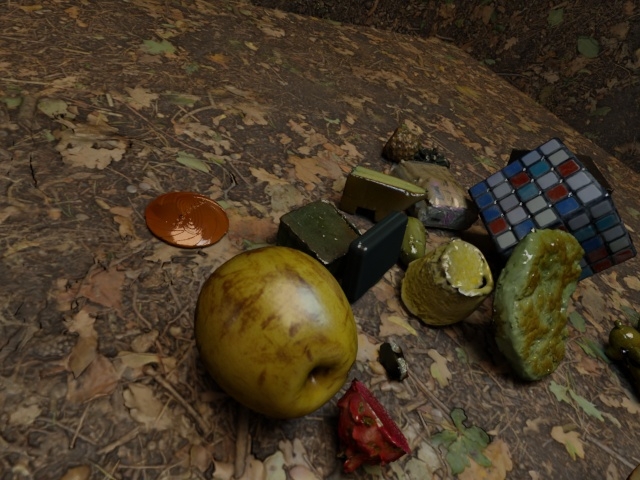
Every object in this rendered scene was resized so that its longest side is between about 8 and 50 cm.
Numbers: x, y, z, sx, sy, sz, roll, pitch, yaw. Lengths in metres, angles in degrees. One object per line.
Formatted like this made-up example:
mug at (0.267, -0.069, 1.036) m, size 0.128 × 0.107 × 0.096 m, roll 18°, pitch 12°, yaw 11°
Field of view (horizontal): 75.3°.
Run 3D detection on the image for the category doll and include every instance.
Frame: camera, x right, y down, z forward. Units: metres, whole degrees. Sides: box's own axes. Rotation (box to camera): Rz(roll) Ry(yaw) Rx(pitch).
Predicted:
doll at (0.821, 0.323, 1.096) m, size 0.137 × 0.097 × 0.209 m, roll 48°, pitch 36°, yaw -34°

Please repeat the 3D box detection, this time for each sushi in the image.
sushi at (0.157, 0.257, 0.878) m, size 0.046 × 0.044 × 0.083 m, roll 23°, pitch 37°, yaw -38°

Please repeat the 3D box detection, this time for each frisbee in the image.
frisbee at (-0.311, -0.060, 0.979) m, size 0.192 × 0.035 × 0.192 m, roll 15°, pitch 40°, yaw -13°

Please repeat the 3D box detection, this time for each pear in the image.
pear at (-0.069, 0.148, 0.695) m, size 0.281 × 0.280 × 0.280 m, roll 14°, pitch 41°, yaw -13°

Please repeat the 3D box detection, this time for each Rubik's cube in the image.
Rubik's cube at (0.647, -0.058, 1.189) m, size 0.292 × 0.287 × 0.293 m, roll 39°, pitch 30°, yaw -32°

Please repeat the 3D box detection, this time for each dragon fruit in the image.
dragon fruit at (0.066, 0.327, 0.712) m, size 0.111 × 0.153 × 0.153 m, roll -38°, pitch 63°, yaw -3°

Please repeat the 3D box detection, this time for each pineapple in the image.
pineapple at (0.358, -0.310, 1.526) m, size 0.248 × 0.128 × 0.128 m, roll 32°, pitch 40°, yaw -2°

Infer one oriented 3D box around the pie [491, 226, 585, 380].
pie at (0.509, 0.141, 0.968) m, size 0.296 × 0.371 × 0.078 m, roll 24°, pitch -8°, yaw -34°

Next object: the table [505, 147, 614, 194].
table at (0.845, -0.187, 1.529) m, size 0.282 × 0.196 × 0.250 m, roll 7°, pitch 41°, yaw 5°

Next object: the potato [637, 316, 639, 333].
potato at (1.064, 0.263, 1.184) m, size 0.304 × 0.215 × 0.215 m, roll 2°, pitch 45°, yaw -18°

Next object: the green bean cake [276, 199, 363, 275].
green bean cake at (0.000, 0.000, 1.023) m, size 0.181 × 0.094 × 0.173 m, roll 43°, pitch 44°, yaw 21°

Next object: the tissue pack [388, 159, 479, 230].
tissue pack at (0.367, -0.157, 1.355) m, size 0.215 × 0.123 × 0.256 m, roll 6°, pitch 45°, yaw -24°

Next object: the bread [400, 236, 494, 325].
bread at (0.306, 0.103, 1.005) m, size 0.197 × 0.170 × 0.197 m, roll 9°, pitch 54°, yaw -13°

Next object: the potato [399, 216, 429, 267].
potato at (0.252, 0.003, 1.157) m, size 0.105 × 0.085 × 0.188 m, roll 34°, pitch 39°, yaw -24°

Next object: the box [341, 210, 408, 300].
box at (0.134, 0.032, 1.006) m, size 0.050 × 0.160 × 0.230 m, roll 26°, pitch 37°, yaw 26°

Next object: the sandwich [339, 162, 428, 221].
sandwich at (0.186, -0.134, 1.228) m, size 0.236 × 0.128 × 0.122 m, roll 18°, pitch 34°, yaw 2°

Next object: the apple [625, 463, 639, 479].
apple at (0.620, 0.524, 0.629) m, size 0.365 × 0.295 × 0.328 m, roll -35°, pitch 104°, yaw -50°
